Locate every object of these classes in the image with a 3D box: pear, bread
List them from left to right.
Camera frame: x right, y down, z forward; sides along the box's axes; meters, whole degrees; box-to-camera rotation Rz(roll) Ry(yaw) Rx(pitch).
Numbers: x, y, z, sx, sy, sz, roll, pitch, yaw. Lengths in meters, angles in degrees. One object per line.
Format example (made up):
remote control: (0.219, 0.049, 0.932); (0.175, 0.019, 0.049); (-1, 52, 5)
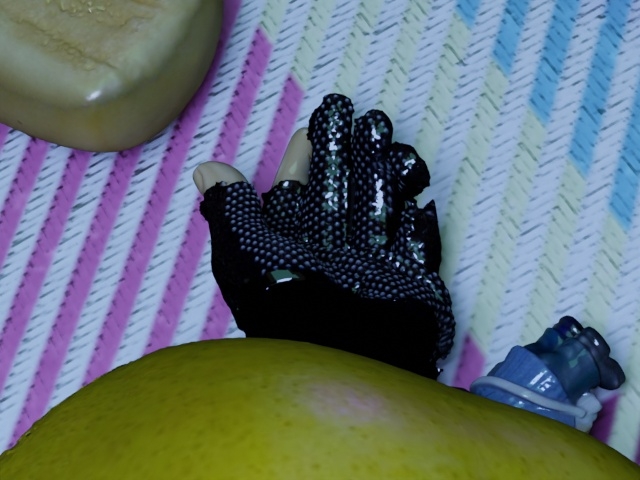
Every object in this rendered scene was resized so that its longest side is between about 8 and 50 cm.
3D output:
bread: (-0.161, -0.130, 1.089); (0.217, 0.098, 0.147); (30, 71, 23)
pear: (0.004, 0.178, 0.780); (0.336, 0.285, 0.285); (-3, 61, 18)

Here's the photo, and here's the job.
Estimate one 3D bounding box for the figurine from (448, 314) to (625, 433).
figurine: (0.087, 0.088, 0.927); (0.136, 0.079, 0.077); (-45, 31, -8)

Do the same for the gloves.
gloves: (0.002, 0.002, 0.995); (0.129, 0.106, 0.180); (-12, 32, 5)
